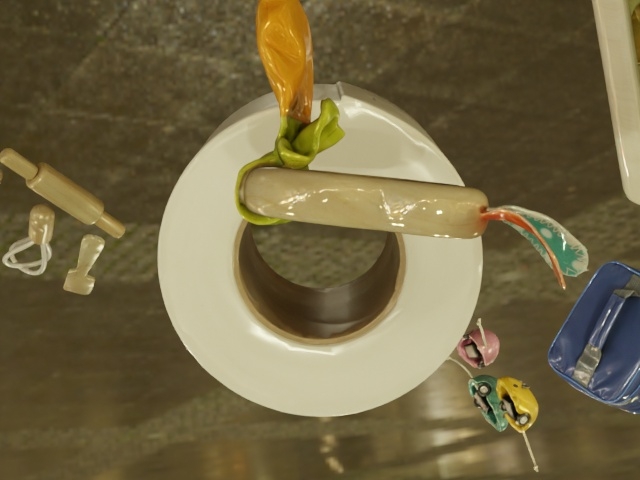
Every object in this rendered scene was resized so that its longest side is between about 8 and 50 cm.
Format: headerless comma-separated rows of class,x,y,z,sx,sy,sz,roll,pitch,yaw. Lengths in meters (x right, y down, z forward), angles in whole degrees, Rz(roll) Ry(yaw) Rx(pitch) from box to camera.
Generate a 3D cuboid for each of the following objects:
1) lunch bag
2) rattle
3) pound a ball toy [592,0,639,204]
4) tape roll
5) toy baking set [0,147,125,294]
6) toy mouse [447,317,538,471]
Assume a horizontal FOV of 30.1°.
lunch bag,0.204,0.062,0.795,0.067,0.098,0.065,32,-174,35
rattle,0.054,-0.058,0.631,0.199,0.143,0.130,6,167,45
pound a ball toy,0.316,-0.171,0.980,0.136,0.208,0.319,21,146,39
tape roll,0.000,0.000,0.960,0.246,0.246,0.169,-10,-169,2
toy baking set,-0.309,-0.021,1.264,0.197,0.030,0.256,-19,141,39
toy mouse,0.173,0.137,1.210,0.031,0.161,0.143,-26,-160,-15
